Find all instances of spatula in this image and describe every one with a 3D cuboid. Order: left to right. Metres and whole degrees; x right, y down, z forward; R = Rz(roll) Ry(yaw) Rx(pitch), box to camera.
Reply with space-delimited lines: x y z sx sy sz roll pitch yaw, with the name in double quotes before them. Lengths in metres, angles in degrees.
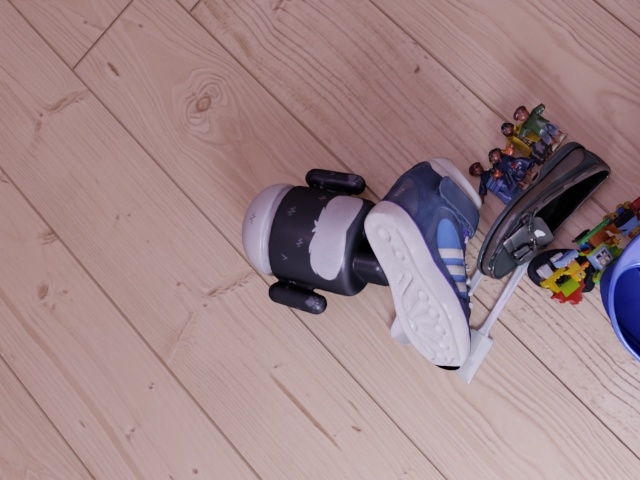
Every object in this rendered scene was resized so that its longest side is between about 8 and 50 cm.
"spatula" 0.240 0.096 1.854 0.168 0.019 0.242 31 93 24

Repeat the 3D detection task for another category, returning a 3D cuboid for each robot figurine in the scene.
"robot figurine" 0.001 -0.001 1.883 0.278 0.209 0.174 13 127 22

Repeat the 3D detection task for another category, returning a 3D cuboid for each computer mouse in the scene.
"computer mouse" 0.456 0.060 1.772 0.242 0.041 0.071 8 65 17

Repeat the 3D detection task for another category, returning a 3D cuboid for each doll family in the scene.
"doll family" 0.322 -0.140 1.833 0.111 0.076 0.193 38 98 18

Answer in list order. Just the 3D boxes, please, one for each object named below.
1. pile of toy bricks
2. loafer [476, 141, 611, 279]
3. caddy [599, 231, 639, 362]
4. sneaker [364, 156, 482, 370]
"pile of toy bricks" 0.456 0.026 1.715 0.212 0.118 0.105 -37 91 -15
"loafer" 0.359 -0.041 1.769 0.267 0.096 0.084 -51 49 -3
"caddy" 0.566 0.108 1.588 0.341 0.179 0.241 43 99 -4
"sneaker" 0.217 0.022 1.806 0.130 0.236 0.323 -3 119 49
